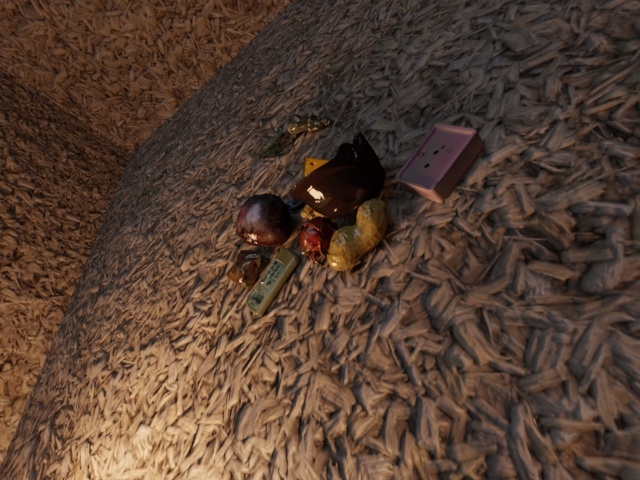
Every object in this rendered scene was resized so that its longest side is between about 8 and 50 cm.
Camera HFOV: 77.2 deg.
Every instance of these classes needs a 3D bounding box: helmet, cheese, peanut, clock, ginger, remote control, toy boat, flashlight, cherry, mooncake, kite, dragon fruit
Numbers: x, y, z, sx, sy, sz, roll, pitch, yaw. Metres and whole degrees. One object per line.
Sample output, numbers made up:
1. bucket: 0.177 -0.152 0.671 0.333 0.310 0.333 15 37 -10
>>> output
1. helmet: 0.066 -0.158 1.143 0.305 0.177 0.225 -46 8 -38
2. cheese: -0.012 -0.256 1.393 0.171 0.093 0.126 -95 13 -56
3. peanut: 0.104 -0.012 1.095 0.229 0.103 0.098 -47 35 11
4. clock: 0.314 -0.209 1.068 0.197 0.063 0.150 -53 38 -2
5. ginger: 0.031 -0.136 1.289 0.205 0.081 0.115 -50 33 -3
6. remote control: -0.156 0.131 1.302 0.233 0.038 0.098 -56 37 -4
7. toy boat: -0.074 -0.157 1.425 0.137 0.061 0.060 -30 43 25
8. flashlight: -0.339 0.050 1.569 0.018 0.018 0.083 -8 55 44
9. cherry: -0.191 -0.067 1.362 0.195 0.195 0.195 -27 45 30
10. mooncake: -0.261 0.096 1.411 0.125 0.073 0.129 14 73 48
11. kite: -0.167 -0.454 1.796 0.323 0.013 0.267 -37 41 16
12. dragon fruit: -0.006 -0.003 1.201 0.121 0.130 0.141 22 74 17

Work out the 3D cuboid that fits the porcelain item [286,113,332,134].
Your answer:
1. porcelain item: -0.041 -0.478 1.647 0.216 0.069 0.081 12 67 41
